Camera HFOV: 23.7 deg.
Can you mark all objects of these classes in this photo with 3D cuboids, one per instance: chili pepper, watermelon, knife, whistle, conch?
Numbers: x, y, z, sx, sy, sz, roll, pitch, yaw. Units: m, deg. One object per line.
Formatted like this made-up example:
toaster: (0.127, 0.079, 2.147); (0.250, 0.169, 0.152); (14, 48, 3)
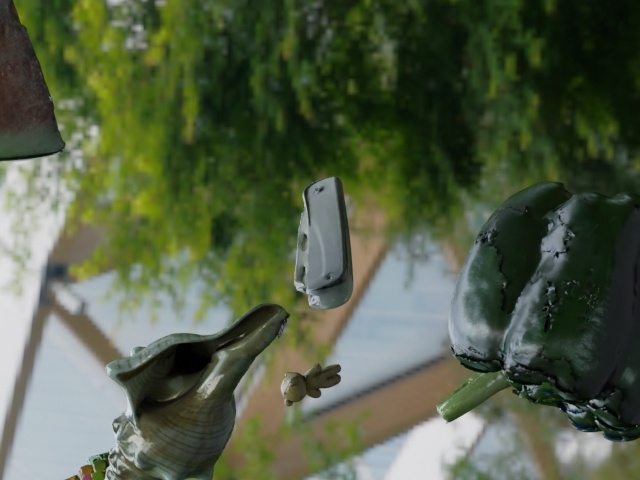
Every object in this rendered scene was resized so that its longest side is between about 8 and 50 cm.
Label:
chili pepper: (0.285, 0.072, 1.656); (0.249, 0.233, 0.256); (28, -102, -43)
watermelon: (-0.393, -0.218, 1.496); (0.250, 0.283, 0.292); (-6, 79, 64)
knife: (0.003, -0.001, 1.960); (0.265, 0.073, 0.040); (-90, -15, -56)
whistle: (0.264, 0.112, 1.855); (0.141, 0.294, 0.141); (159, 90, -89)
conch: (-0.137, 0.139, 1.385); (0.114, 0.137, 0.233); (-129, 55, -68)

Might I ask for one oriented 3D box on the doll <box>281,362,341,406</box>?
doll: (-0.013, 0.214, 2.255); (0.051, 0.093, 0.061); (-103, 11, -55)

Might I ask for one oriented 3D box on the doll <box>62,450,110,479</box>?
doll: (-0.292, 0.342, 2.033); (0.134, 0.186, 0.106); (115, 139, -64)
